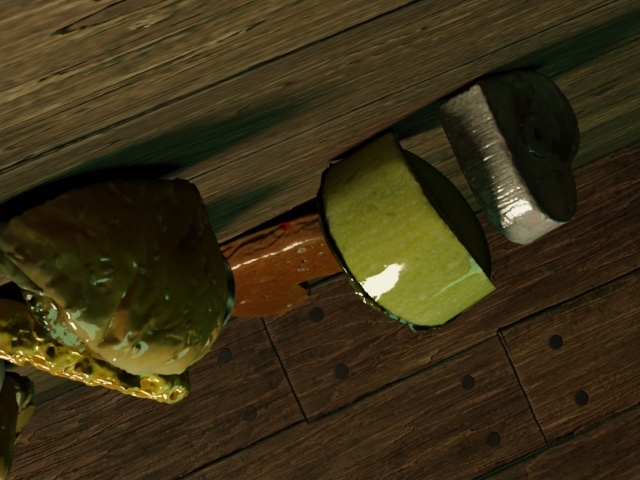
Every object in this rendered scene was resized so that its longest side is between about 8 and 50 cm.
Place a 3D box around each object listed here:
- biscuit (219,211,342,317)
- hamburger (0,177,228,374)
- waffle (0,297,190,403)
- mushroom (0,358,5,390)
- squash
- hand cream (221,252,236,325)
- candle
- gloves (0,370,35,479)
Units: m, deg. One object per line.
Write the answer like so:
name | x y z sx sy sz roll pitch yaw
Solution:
biscuit | -0.043 0.031 1.811 0.277 0.052 0.262 -22 160 24
hamburger | -0.152 0.024 1.021 0.135 0.155 0.207 -29 167 7
waffle | -0.242 0.122 1.396 0.219 0.057 0.229 17 169 -6
mushroom | -0.439 0.172 1.676 0.079 0.085 0.085 16 158 -21
squash | 0.111 -0.023 1.421 0.133 0.220 0.220 -39 168 30
hand cream | -0.213 0.078 1.524 0.185 0.118 0.358 -14 176 -28
candle | 0.194 -0.101 1.367 0.168 0.192 0.068 34 136 -29
gloves | -0.493 0.256 1.874 0.154 0.141 0.331 1 -173 3
